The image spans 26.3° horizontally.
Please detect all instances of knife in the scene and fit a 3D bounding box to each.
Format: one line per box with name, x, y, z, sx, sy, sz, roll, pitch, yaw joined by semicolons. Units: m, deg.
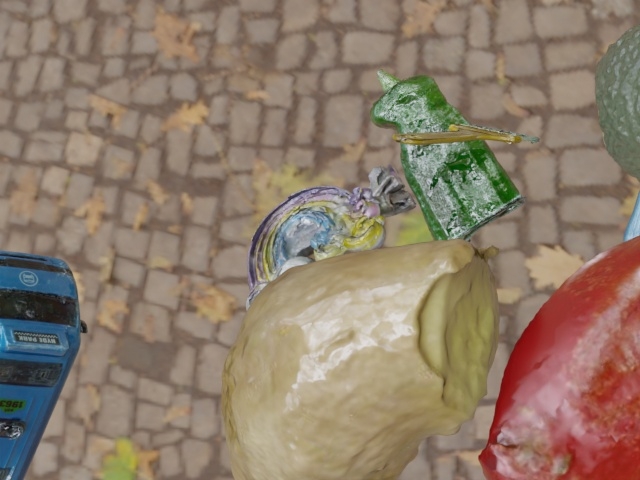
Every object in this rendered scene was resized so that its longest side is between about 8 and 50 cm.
knife;0.458;-0.100;1.860;0.032;0.058;0.244;20;102;42

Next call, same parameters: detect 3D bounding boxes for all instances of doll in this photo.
doll;0.486;-0.182;1.604;0.349;0.247;0.247;154;116;-66

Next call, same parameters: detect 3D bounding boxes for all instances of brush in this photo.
brush;0.138;-0.107;1.384;0.082;0.218;0.010;15;104;35

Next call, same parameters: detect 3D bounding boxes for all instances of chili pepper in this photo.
chili pepper;0.183;0.058;0.699;0.136;0.253;0.144;37;133;51
chili pepper;0.157;-0.129;1.903;0.136;0.099;0.270;-38;74;28

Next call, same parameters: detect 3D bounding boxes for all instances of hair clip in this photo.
hair clip;0.000;0.000;1.149;0.172;0.049;0.116;-33;33;3

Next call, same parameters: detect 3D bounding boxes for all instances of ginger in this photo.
ginger;0.011;0.084;0.806;0.267;0.152;0.138;-38;50;54

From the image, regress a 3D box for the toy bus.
toy bus;-0.314;0.134;1.309;0.246;0.113;0.134;-62;35;29
